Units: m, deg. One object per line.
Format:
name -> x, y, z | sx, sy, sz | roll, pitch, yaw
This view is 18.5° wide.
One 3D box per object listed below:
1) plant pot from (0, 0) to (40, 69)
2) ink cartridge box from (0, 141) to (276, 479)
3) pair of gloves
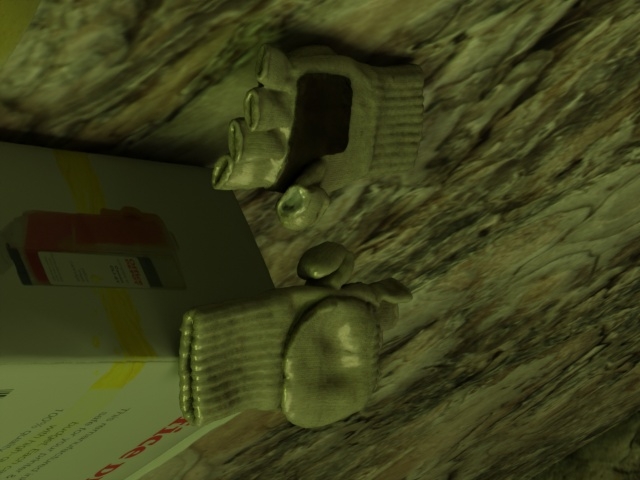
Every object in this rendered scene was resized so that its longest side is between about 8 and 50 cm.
plant pot -> -0.194, -0.120, 0.841 | 0.134, 0.134, 0.095 | -33, 133, 26
ink cartridge box -> -0.244, 0.071, 1.206 | 0.279, 0.160, 0.385 | -34, 158, 30
pair of gloves -> 0.000, 0.000, 1.219 | 0.042, 0.240, 0.204 | 11, -176, 36
